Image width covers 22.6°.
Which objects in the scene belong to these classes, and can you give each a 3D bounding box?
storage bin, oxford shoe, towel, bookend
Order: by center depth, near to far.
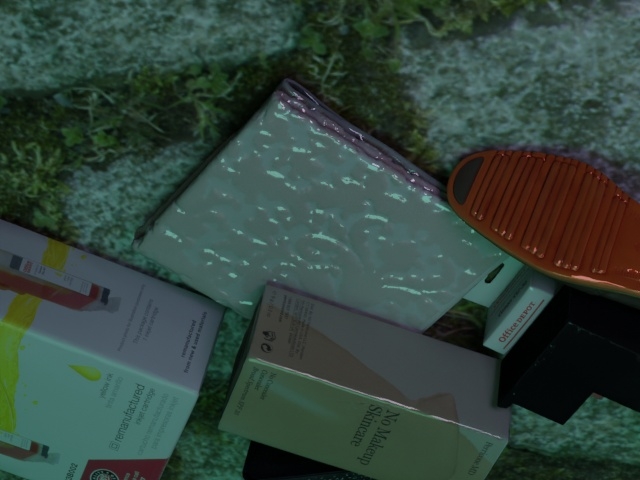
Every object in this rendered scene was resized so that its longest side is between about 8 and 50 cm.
[{"bbox_3d":[0.302,0.016,1.698,0.363,0.130,0.133,24,163,12],"label":"oxford shoe"},{"bbox_3d":[0.301,0.142,1.759,0.157,0.072,0.156,24,131,-9],"label":"bookend"},{"bbox_3d":[0.000,0.000,1.809,0.332,0.053,0.317,32,131,-17],"label":"towel"},{"bbox_3d":[0.006,0.275,2.012,0.180,0.122,0.084,-10,129,22],"label":"storage bin"}]

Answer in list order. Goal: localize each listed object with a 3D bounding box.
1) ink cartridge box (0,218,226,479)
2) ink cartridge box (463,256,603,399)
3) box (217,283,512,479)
[{"bbox_3d":[-0.346,0.148,1.955,0.384,0.160,0.279,21,133,-6],"label":"ink cartridge box"},{"bbox_3d":[0.263,0.089,1.816,0.198,0.067,0.115,25,132,-8],"label":"ink cartridge box"},{"bbox_3d":[0.054,0.180,1.846,0.311,0.121,0.148,17,133,-4],"label":"box"}]
